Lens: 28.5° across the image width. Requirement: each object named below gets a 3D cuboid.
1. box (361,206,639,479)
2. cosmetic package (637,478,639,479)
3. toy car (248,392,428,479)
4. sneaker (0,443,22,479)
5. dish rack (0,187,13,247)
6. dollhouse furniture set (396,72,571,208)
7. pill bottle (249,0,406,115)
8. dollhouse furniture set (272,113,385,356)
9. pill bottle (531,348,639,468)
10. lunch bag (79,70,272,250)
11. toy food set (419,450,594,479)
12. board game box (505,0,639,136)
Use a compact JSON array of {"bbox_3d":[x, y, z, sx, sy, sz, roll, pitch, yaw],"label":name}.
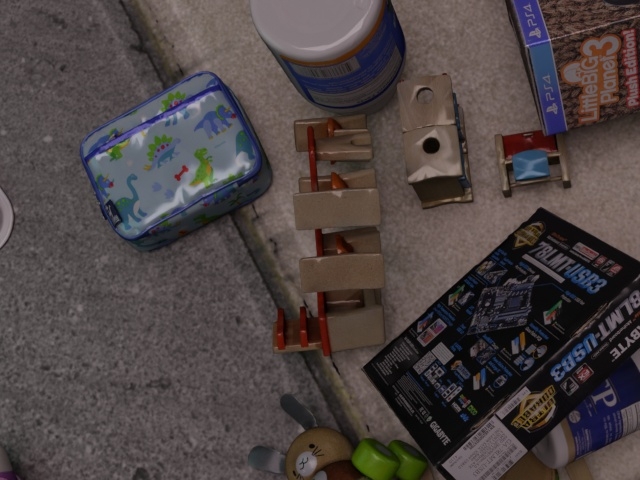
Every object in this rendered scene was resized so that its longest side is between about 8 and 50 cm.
[{"bbox_3d":[0.205,0.110,1.379,0.293,0.295,0.073,-42,109,-1],"label":"box"},{"bbox_3d":[0.428,0.283,1.403,0.239,0.060,0.099,-29,72,4],"label":"cosmetic package"},{"bbox_3d":[-0.001,0.266,1.465,0.188,0.149,0.155,36,99,29],"label":"toy car"},{"bbox_3d":[-0.330,0.360,1.533,0.161,0.102,0.282,-19,85,4],"label":"sneaker"},{"bbox_3d":[-0.601,-0.062,1.696,0.285,0.072,0.333,-38,74,1],"label":"dish rack"},{"bbox_3d":[0.197,-0.127,1.508,0.183,0.129,0.129,-8,76,11],"label":"dollhouse furniture set"},{"bbox_3d":[0.020,-0.241,1.497,0.152,0.272,0.152,-3,78,12],"label":"pill bottle"},{"bbox_3d":[0.000,0.000,1.466,0.135,0.262,0.259,-5,113,1],"label":"dollhouse furniture set"},{"bbox_3d":[0.316,0.168,1.409,0.186,0.112,0.112,-23,73,-13],"label":"pill bottle"},{"bbox_3d":[-0.187,-0.102,1.608,0.219,0.090,0.176,-27,71,4],"label":"lunch bag"},{"bbox_3d":[0.213,0.278,1.463,0.192,0.038,0.132,-22,60,7],"label":"toy food set"},{"bbox_3d":[0.366,-0.279,1.454,0.291,0.141,0.232,-15,46,8],"label":"board game box"}]
